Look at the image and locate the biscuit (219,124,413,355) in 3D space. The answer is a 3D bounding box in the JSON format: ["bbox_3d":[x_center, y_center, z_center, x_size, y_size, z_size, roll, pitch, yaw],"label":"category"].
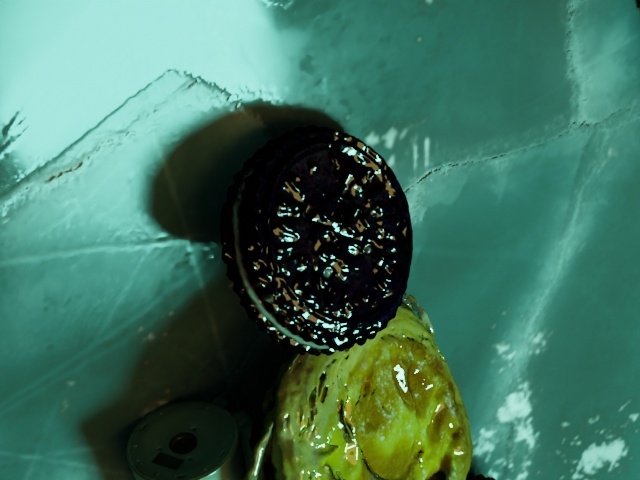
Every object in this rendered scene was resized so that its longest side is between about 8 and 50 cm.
[{"bbox_3d":[0.000,0.000,1.512,0.194,0.053,0.194,9,76,-39],"label":"biscuit"}]

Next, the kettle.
[{"bbox_3d":[-0.106,0.216,1.614,0.098,0.127,0.148,-8,131,5],"label":"kettle"}]

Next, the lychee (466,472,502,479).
[{"bbox_3d":[0.150,0.320,1.803,0.194,0.194,0.194,-19,127,-26],"label":"lychee"}]

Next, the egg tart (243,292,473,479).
[{"bbox_3d":[0.020,0.181,1.634,0.297,0.132,0.297,-9,101,-54],"label":"egg tart"}]
